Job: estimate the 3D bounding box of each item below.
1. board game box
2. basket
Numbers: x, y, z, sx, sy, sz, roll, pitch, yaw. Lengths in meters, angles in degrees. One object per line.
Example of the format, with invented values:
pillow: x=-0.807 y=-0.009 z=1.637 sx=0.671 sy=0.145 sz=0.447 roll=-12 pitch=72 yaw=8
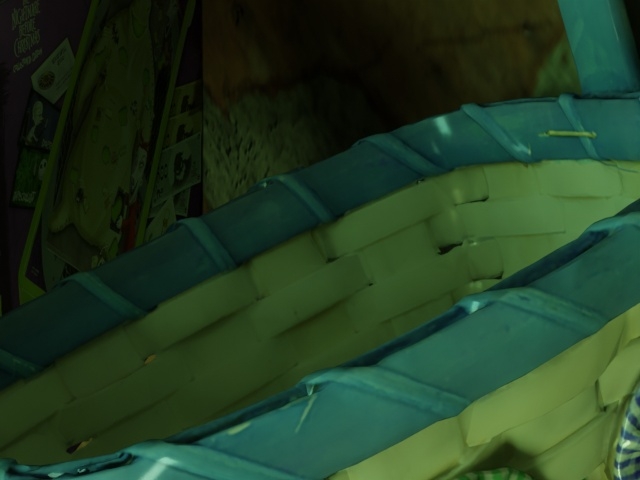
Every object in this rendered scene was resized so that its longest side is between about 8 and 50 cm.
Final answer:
board game box: x=-0.112 y=-0.017 z=0.602 sx=0.347 sy=0.056 sz=0.208 roll=-56 pitch=-26 yaw=-67
basket: x=0.000 y=0.000 z=0.427 sx=0.201 sy=0.254 sz=0.289 roll=-4 pitch=114 yaw=61
